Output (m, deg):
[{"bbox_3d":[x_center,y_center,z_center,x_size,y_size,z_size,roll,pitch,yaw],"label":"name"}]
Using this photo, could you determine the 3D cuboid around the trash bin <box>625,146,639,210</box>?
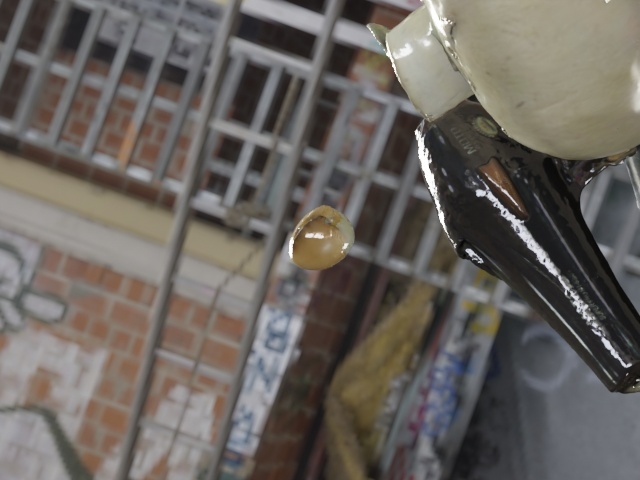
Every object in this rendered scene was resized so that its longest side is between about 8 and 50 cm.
[{"bbox_3d":[0.493,-0.143,1.602,0.256,0.367,0.296,-3,130,32],"label":"trash bin"}]

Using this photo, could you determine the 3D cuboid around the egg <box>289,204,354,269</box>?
[{"bbox_3d":[0.000,0.000,1.781,0.071,0.083,0.071,48,-171,-10],"label":"egg"}]

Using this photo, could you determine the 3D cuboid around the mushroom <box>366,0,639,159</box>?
[{"bbox_3d":[0.130,-0.157,0.963,0.246,0.202,0.246,44,-154,-28],"label":"mushroom"}]

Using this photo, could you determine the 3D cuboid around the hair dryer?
[{"bbox_3d":[0.282,-0.072,1.272,0.303,0.359,0.120,52,180,27],"label":"hair dryer"}]
